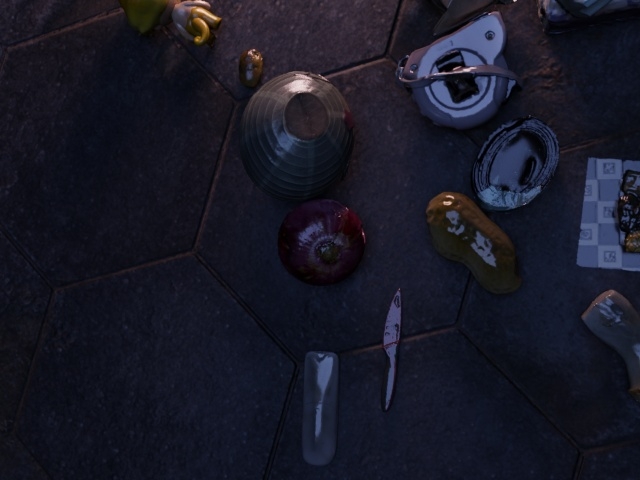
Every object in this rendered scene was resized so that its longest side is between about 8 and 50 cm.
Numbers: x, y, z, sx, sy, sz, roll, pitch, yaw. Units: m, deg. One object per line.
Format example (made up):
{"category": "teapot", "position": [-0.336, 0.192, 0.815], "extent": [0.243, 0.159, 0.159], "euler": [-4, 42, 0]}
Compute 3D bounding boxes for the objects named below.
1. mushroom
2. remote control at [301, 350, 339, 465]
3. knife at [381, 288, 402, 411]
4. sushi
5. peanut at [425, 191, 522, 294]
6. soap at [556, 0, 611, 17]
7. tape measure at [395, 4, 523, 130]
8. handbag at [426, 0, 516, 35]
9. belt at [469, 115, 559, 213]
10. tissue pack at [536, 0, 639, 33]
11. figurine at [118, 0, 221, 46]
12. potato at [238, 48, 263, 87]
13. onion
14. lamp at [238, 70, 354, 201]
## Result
{"category": "mushroom", "position": [0.574, 0.201, 1.493], "extent": [0.092, 0.081, 0.223], "euler": [-27, 84, -25]}
{"category": "remote control", "position": [-0.004, 0.338, 1.619], "extent": [0.073, 0.044, 0.229], "euler": [2, 86, 15]}
{"category": "knife", "position": [0.141, 0.219, 1.615], "extent": [0.036, 0.018, 0.247], "euler": [4, 84, 15]}
{"category": "sushi", "position": [0.594, -0.050, 1.522], "extent": [0.192, 0.050, 0.215], "euler": [5, 86, 12]}
{"category": "peanut", "position": [0.295, 0.009, 1.555], "extent": [0.120, 0.110, 0.236], "euler": [-38, 86, -15]}
{"category": "soap", "position": [0.524, -0.526, 1.426], "extent": [0.261, 0.094, 0.150], "euler": [-36, 80, 10]}
{"category": "tape measure", "position": [0.278, -0.315, 1.577], "extent": [0.236, 0.120, 0.197], "euler": [-25, 88, 14]}
{"category": "handbag", "position": [0.244, -0.541, 1.601], "extent": [0.183, 0.117, 0.270], "euler": [-31, 83, -4]}
{"category": "belt", "position": [0.375, -0.140, 1.561], "extent": [0.151, 0.078, 0.198], "euler": [37, 92, 8]}
{"category": "tissue pack", "position": [0.579, -0.541, 1.526], "extent": [0.344, 0.125, 0.242], "euler": [-6, 86, 14]}
{"category": "figurine", "position": [-0.335, -0.498, 1.724], "extent": [0.247, 0.131, 0.156], "euler": [23, 106, 2]}
{"category": "potato", "position": [-0.148, -0.366, 1.707], "extent": [0.051, 0.040, 0.083], "euler": [2, 85, 17]}
{"category": "onion", "position": [0.001, 0.004, 1.595], "extent": [0.177, 0.153, 0.177], "euler": [0, 86, 0]}
{"category": "lamp", "position": [-0.049, -0.205, 1.584], "extent": [0.233, 0.233, 0.265], "euler": [-7, 80, 11]}
